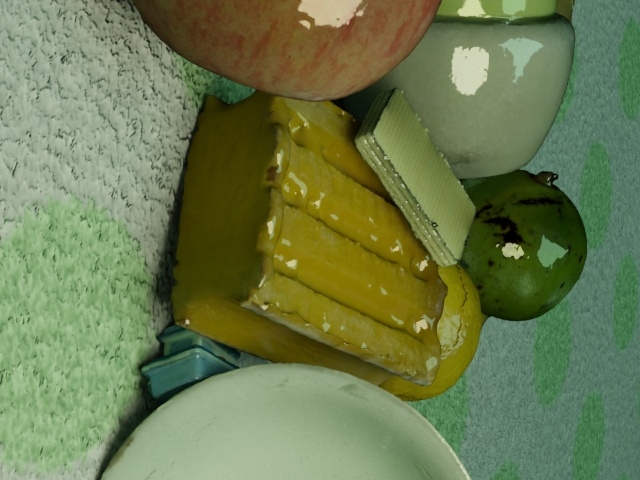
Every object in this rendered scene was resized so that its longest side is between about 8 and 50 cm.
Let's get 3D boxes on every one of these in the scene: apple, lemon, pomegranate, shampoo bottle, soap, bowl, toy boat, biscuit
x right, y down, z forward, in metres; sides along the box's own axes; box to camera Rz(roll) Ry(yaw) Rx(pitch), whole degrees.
[{"bbox_3d":[-0.045,-0.285,1.118,0.344,0.344,0.270,5,100,-61],"label":"apple"},{"bbox_3d":[0.129,0.116,1.582,0.204,0.204,0.260,64,35,-41],"label":"lemon"},{"bbox_3d":[0.283,0.034,1.819,0.341,0.260,0.260,-60,149,3],"label":"pomegranate"},{"bbox_3d":[0.176,-0.244,1.504,0.322,0.322,0.317,-24,123,-58],"label":"shampoo bottle"},{"bbox_3d":[0.000,0.000,1.287,0.335,0.156,0.294,26,55,-43],"label":"soap"},{"bbox_3d":[-0.028,0.361,1.194,0.196,0.434,0.435,66,34,-74],"label":"bowl"},{"bbox_3d":[-0.108,0.170,1.277,0.238,0.109,0.098,46,29,-47],"label":"toy boat"},{"bbox_3d":[0.115,-0.073,1.316,0.199,0.040,0.121,54,33,-22],"label":"biscuit"}]

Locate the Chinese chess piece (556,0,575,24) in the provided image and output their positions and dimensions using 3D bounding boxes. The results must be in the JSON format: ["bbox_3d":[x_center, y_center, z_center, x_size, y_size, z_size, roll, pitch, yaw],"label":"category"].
[{"bbox_3d":[0.395,-0.449,2.083,0.257,0.104,0.257,-9,100,-60],"label":"Chinese chess piece"}]
